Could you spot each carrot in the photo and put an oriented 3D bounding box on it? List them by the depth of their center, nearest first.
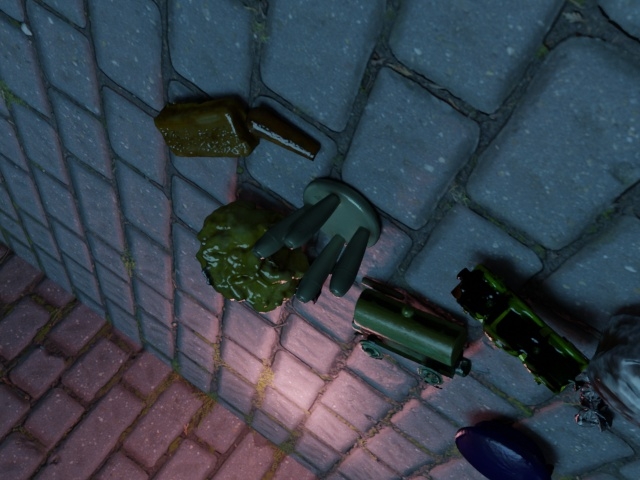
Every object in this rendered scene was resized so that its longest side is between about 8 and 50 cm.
[{"bbox_3d":[-0.075,-0.214,1.372,0.161,0.055,0.055,30,151,2],"label":"carrot"}]

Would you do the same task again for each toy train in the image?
[{"bbox_3d":[0.374,0.167,1.290,0.296,0.100,0.160,46,-170,20],"label":"toy train"},{"bbox_3d":[0.203,0.228,1.585,0.307,0.126,0.189,22,156,26],"label":"toy train"}]

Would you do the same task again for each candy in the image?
[{"bbox_3d":[0.598,0.251,1.149,0.289,0.157,0.214,33,155,11],"label":"candy"},{"bbox_3d":[0.562,0.331,1.420,0.094,0.051,0.226,20,147,35],"label":"candy"}]

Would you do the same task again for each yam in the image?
[{"bbox_3d":[0.148,0.114,1.615,0.116,0.021,0.021,24,148,28],"label":"yam"}]

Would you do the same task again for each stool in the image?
[{"bbox_3d":[0.000,0.000,1.438,0.195,0.198,0.195,48,149,-15],"label":"stool"}]

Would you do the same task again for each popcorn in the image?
[{"bbox_3d":[-0.164,0.035,1.662,0.252,0.215,0.286,-34,104,27],"label":"popcorn"}]

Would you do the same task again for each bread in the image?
[{"bbox_3d":[-0.252,-0.249,1.494,0.271,0.077,0.139,5,133,44],"label":"bread"}]

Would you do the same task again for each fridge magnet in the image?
[{"bbox_3d":[0.480,0.570,1.794,0.265,0.112,0.265,28,149,19],"label":"fridge magnet"}]

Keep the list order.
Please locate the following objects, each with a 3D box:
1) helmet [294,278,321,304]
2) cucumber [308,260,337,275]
[{"bbox_3d":[-0.044,0.112,1.782,0.123,0.070,0.098,17,155,46],"label":"helmet"},{"bbox_3d":[0.014,0.070,1.695,0.133,0.032,0.032,6,138,46],"label":"cucumber"}]
